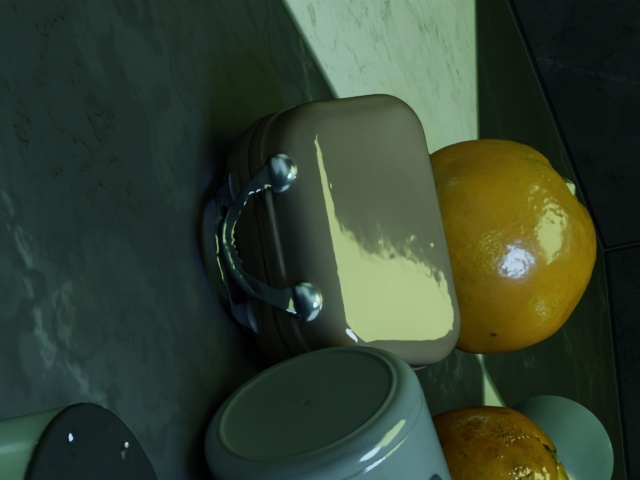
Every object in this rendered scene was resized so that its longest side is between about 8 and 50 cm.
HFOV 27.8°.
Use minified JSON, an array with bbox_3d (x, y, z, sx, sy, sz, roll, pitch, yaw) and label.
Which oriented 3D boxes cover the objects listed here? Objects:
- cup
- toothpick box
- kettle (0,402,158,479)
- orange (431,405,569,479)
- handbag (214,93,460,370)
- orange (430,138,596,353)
[{"bbox_3d":[0.333,0.374,2.018,0.312,0.205,0.205,-17,94,-69],"label":"cup"},{"bbox_3d":[0.045,0.281,1.231,0.229,0.229,0.316,-66,140,-59],"label":"toothpick box"},{"bbox_3d":[-0.208,0.175,0.574,0.221,0.236,0.161,-2,80,-76],"label":"kettle"},{"bbox_3d":[0.218,0.334,1.688,0.240,0.240,0.240,-13,90,-71],"label":"orange"},{"bbox_3d":[0.000,0.000,1.360,0.283,0.149,0.302,-4,82,-44],"label":"handbag"},{"bbox_3d":[0.238,0.005,1.840,0.312,0.312,0.312,-13,90,-71],"label":"orange"}]
